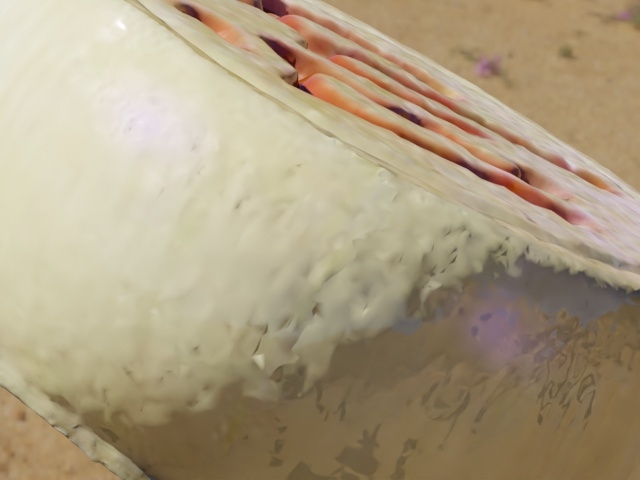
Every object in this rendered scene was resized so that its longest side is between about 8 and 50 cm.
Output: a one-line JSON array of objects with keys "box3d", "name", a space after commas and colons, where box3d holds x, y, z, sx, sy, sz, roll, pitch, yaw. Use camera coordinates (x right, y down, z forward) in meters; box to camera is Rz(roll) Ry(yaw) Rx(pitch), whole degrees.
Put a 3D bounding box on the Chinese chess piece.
[{"box3d": [0.000, 0.000, 0.512, 0.270, 0.112, 0.270, 28, 14, -7], "name": "Chinese chess piece"}]
